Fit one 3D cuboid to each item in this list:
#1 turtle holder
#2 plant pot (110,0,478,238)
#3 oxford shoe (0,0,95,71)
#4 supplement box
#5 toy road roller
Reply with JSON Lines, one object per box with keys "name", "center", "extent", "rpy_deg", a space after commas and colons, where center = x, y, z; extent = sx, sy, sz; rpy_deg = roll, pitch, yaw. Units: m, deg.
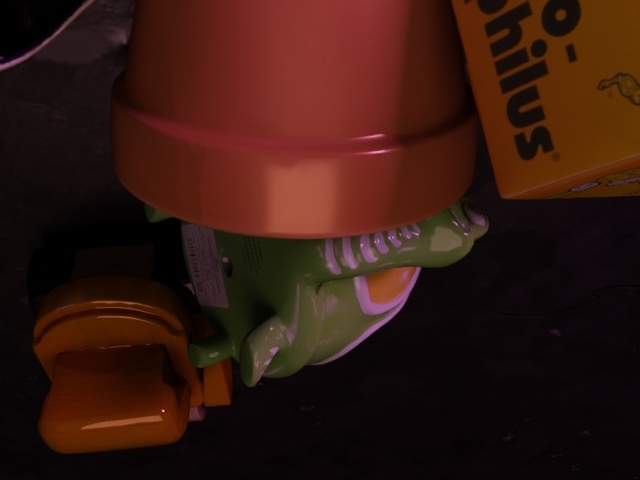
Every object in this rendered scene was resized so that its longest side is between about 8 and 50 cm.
{"name": "turtle holder", "center": [-0.010, -0.013, 0.697], "extent": [0.227, 0.243, 0.320], "rpy_deg": [-14, 155, -30]}
{"name": "plant pot", "center": [-0.016, -0.157, 0.547], "extent": [0.290, 0.291, 0.203], "rpy_deg": [0, 120, -6]}
{"name": "oxford shoe", "center": [-0.301, -0.182, 0.564], "extent": [0.397, 0.146, 0.140], "rpy_deg": [-27, 133, 21]}
{"name": "supplement box", "center": [0.267, -0.146, 0.494], "extent": [0.195, 0.194, 0.356], "rpy_deg": [-20, 170, 42]}
{"name": "toy road roller", "center": [-0.224, 0.161, 0.864], "extent": [0.202, 0.241, 0.329], "rpy_deg": [-5, 136, -1]}
